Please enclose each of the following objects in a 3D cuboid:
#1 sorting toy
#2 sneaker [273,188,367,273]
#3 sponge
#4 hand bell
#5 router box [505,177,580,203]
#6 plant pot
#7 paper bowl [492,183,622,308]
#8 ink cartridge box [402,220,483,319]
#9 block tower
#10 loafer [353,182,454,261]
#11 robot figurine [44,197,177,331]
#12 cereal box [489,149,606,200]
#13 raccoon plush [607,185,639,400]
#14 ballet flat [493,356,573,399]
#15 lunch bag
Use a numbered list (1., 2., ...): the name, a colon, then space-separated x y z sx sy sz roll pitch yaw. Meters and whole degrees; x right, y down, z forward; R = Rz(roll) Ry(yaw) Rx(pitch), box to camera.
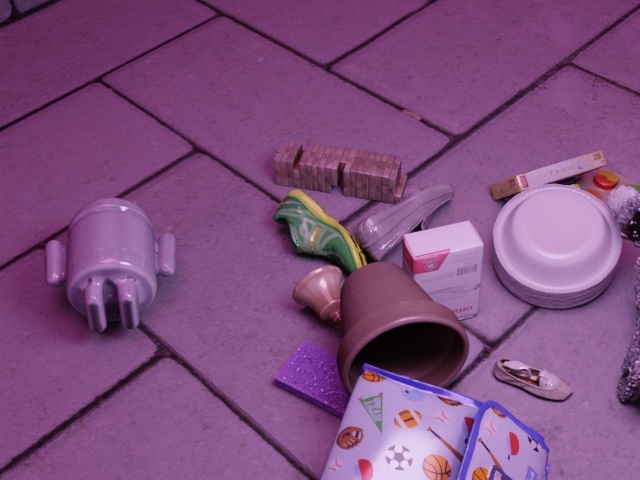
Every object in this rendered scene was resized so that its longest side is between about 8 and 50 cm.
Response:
1. sorting toy: 0.727 -0.108 2.201 0.208 0.038 0.193 28 54 28
2. sneaker: 0.000 0.000 2.115 0.123 0.109 0.295 -47 59 -1
3. sponge: 0.021 0.299 1.851 0.210 0.031 0.117 23 52 24
4. hand bell: 0.047 0.184 1.916 0.126 0.126 0.242 -22 55 -17
5. router box: 0.557 -0.068 2.141 0.179 0.046 0.133 -17 51 2
6. plant pot: 0.137 0.171 1.785 0.263 0.263 0.229 -13 43 -9
7. paper bowl: 0.532 0.000 1.986 0.284 0.148 0.284 -4 59 7
8. ink cartridge box: 0.264 0.078 1.922 0.158 0.218 0.092 -12 41 -8
9. block tower: 0.053 -0.180 2.275 0.335 0.097 0.091 11 48 12
10. loafer: 0.217 -0.049 2.143 0.319 0.112 0.111 -29 91 -32
11. robot figurine: -0.477 0.042 2.015 0.300 0.200 0.353 -2 45 -13
12. cereal box: 0.561 -0.161 2.182 0.240 0.173 0.047 -16 88 -13
13. raccoon plush: 0.662 0.133 1.833 0.299 0.216 0.446 -34 48 -1
14. ballet flat: 0.440 0.286 1.823 0.168 0.052 0.057 14 48 16
15. lunch bag: 0.200 0.441 1.566 0.385 0.239 0.328 19 51 9
